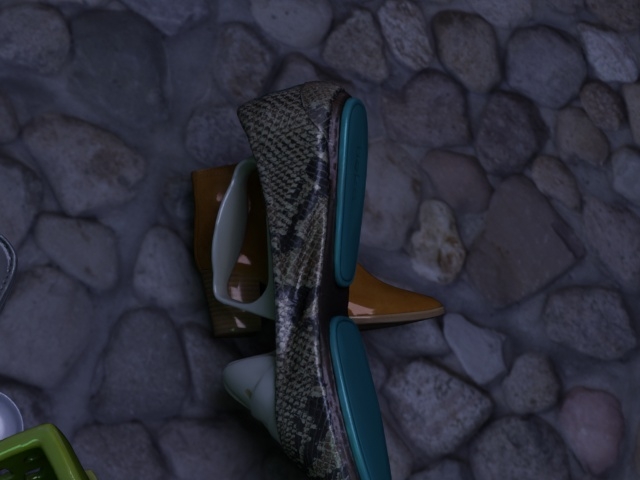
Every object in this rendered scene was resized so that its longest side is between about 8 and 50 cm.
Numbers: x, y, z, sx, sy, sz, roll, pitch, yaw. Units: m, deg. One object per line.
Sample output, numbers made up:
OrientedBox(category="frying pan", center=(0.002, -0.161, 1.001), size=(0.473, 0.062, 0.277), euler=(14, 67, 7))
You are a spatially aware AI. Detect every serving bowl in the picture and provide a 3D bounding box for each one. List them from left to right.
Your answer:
OrientedBox(category="serving bowl", center=(-0.351, 0.196, 1.862), size=(0.083, 0.027, 0.083), euler=(11, 64, -23))

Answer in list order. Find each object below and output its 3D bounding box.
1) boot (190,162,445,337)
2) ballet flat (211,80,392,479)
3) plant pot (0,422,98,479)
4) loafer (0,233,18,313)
OrientedBox(category="boot", center=(-0.001, 0.000, 2.069), size=(0.295, 0.104, 0.211), euler=(-1, 80, -19))
OrientedBox(category="ballet flat", center=(-0.027, 0.071, 1.945), size=(0.182, 0.164, 0.483), euler=(-6, 83, 15))
OrientedBox(category="plant pot", center=(-0.284, 0.330, 1.697), size=(0.228, 0.207, 0.227), euler=(-26, 72, 1))
OrientedBox(category="loafer", center=(-0.406, 0.105, 1.823), size=(0.112, 0.111, 0.319), euler=(37, 57, -9))
